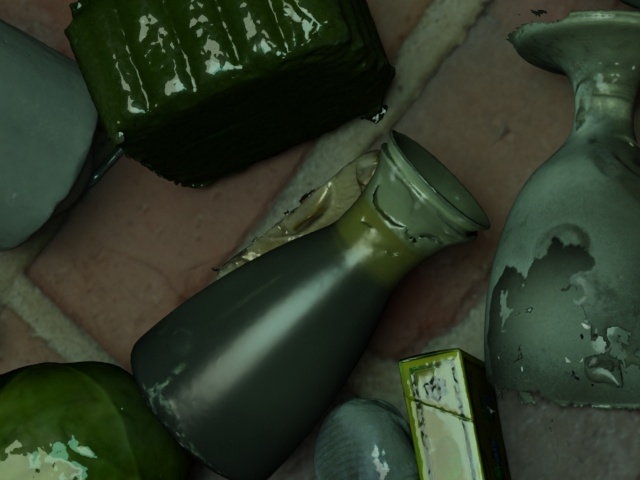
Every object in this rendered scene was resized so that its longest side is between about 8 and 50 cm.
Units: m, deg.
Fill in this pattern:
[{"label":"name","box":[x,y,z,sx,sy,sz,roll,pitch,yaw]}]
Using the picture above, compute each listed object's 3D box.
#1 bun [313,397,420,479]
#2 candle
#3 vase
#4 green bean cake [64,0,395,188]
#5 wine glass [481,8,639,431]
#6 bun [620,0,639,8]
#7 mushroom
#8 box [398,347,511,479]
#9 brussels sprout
[{"label":"bun","box":[0.053,0.207,1.605,0.083,0.141,0.141,-7,75,-24]},{"label":"candle","box":[-0.347,-0.114,1.701,0.221,0.342,0.221,-32,43,35]},{"label":"vase","box":[-0.002,0.056,1.577,0.321,0.173,0.173,-43,71,14]},{"label":"green bean cake","box":[-0.078,-0.172,1.639,0.249,0.247,0.156,-25,74,11]},{"label":"wine glass","box":[0.243,-0.018,1.553,0.190,0.190,0.357,3,76,17]},{"label":"bun","box":[0.344,-0.368,1.568,0.361,0.211,0.362,-4,77,17]},{"label":"mushroom","box":[0.000,0.001,1.676,0.210,0.072,0.094,-40,76,19]},{"label":"box","box":[0.129,0.212,1.565,0.064,0.141,0.220,-11,78,15]},{"label":"brussels sprout","box":[-0.259,0.230,1.645,0.271,0.219,0.210,-41,80,27]}]
